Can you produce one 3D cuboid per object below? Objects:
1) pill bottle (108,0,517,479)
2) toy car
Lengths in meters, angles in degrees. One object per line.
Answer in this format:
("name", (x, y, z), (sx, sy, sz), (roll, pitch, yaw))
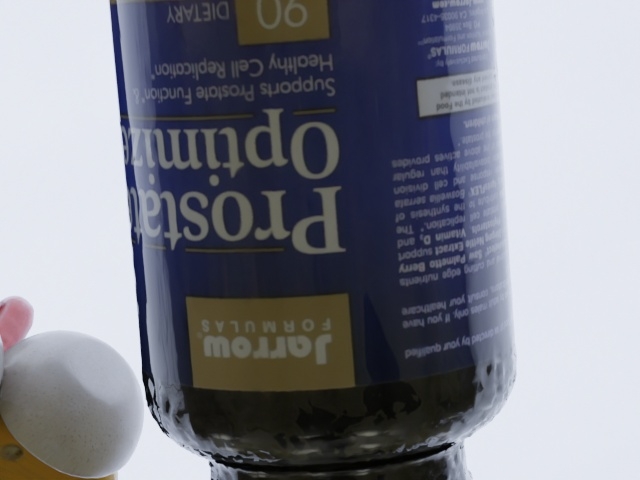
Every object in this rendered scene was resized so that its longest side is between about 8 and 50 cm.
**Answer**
("pill bottle", (0.000, 0.000, 0.597), (0.123, 0.123, 0.219), (-4, -82, 8))
("toy car", (-0.181, 0.072, 0.878), (0.182, 0.136, 0.159), (24, -53, -32))
